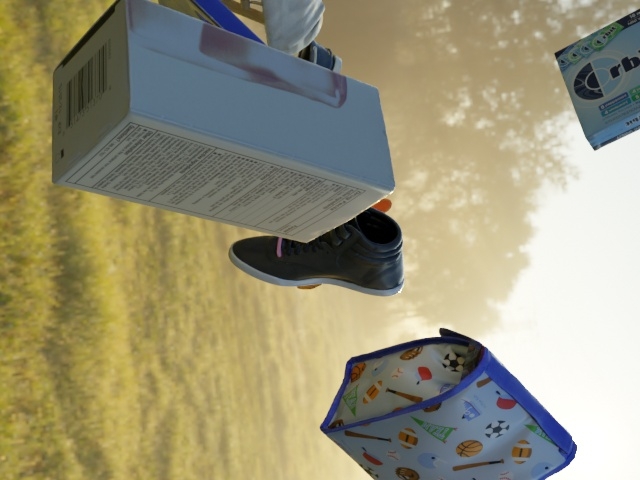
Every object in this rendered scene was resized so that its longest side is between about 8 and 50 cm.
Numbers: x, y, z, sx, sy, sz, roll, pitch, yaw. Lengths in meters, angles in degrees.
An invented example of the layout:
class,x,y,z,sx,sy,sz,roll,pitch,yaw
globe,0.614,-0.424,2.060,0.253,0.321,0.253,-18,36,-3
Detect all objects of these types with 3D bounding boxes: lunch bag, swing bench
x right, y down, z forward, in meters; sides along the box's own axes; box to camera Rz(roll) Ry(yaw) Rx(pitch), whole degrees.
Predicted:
class,x,y,z,sx,sy,sz,roll,pitch,yaw
lunch bag,0.260,0.350,1.879,0.328,0.386,0.238,44,46,-24
swing bench,-0.093,-0.463,1.507,0.255,0.165,0.253,44,-26,33

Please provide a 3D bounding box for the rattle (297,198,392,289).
class,x,y,z,sx,sy,sz,roll,pitch,yaw
rattle,0.034,-0.005,1.779,0.200,0.143,0.130,-31,-98,57

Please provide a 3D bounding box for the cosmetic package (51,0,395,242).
class,x,y,z,sx,sy,sz,roll,pitch,yaw
cosmetic package,-0.090,-0.105,0.925,0.296,0.153,0.129,15,58,-38

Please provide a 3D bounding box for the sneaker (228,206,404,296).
class,x,y,z,sx,sy,sz,roll,pitch,yaw
sneaker,0.000,0.000,1.561,0.104,0.296,0.146,-82,180,-46

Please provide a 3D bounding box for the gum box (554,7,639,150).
class,x,y,z,sx,sy,sz,roll,pitch,yaw
gum box,0.440,-0.239,1.401,0.041,0.157,0.184,41,32,-42

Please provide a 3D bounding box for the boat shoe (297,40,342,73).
class,x,y,z,sx,sy,sz,roll,pitch,yaw
boat shoe,-0.040,-0.235,1.662,0.079,0.095,0.254,34,70,-27

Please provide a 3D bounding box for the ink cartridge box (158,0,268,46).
class,x,y,z,sx,sy,sz,roll,pitch,yaw
ink cartridge box,-0.102,-0.219,1.115,0.223,0.045,0.224,44,-11,8
